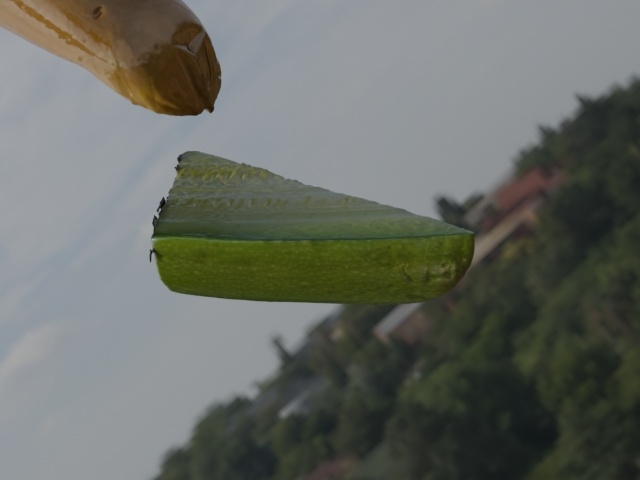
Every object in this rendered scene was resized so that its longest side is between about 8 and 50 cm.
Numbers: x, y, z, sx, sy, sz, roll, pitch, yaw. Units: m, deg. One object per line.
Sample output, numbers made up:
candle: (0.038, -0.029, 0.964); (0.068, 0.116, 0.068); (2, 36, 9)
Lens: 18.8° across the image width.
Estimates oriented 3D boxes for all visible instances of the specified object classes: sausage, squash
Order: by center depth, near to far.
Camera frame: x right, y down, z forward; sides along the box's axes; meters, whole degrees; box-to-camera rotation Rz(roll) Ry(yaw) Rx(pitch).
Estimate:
squash: (0.000, 0.000, 1.760); (0.288, 0.111, 0.203); (-2, 26, 7)
sausage: (-0.235, -0.232, 1.854); (0.134, 0.354, 0.116); (-37, -28, -54)
